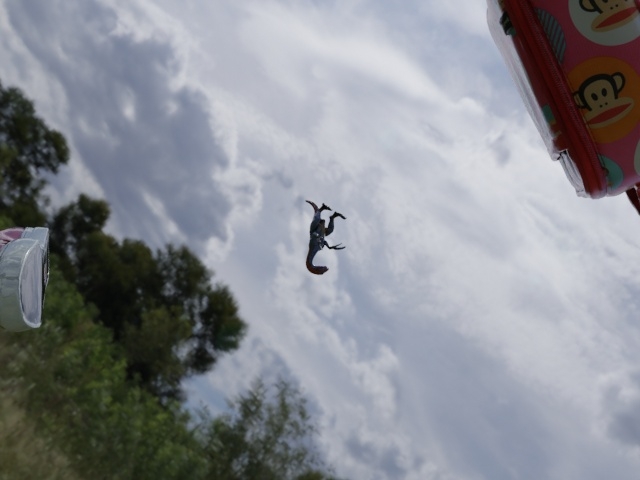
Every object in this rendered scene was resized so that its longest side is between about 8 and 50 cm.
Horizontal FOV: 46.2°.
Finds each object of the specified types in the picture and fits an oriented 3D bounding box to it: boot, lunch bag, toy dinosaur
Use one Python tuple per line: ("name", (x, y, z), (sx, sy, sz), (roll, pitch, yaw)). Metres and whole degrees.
("boot", (-0.365, 0.034, 0.742), (0.244, 0.176, 0.088), (-153, -115, -70))
("lunch bag", (0.256, -0.139, 0.705), (0.258, 0.120, 0.293), (66, 17, 4))
("toy dinosaur", (0.000, 0.000, 0.915), (0.047, 0.082, 0.090), (32, -6, -30))
